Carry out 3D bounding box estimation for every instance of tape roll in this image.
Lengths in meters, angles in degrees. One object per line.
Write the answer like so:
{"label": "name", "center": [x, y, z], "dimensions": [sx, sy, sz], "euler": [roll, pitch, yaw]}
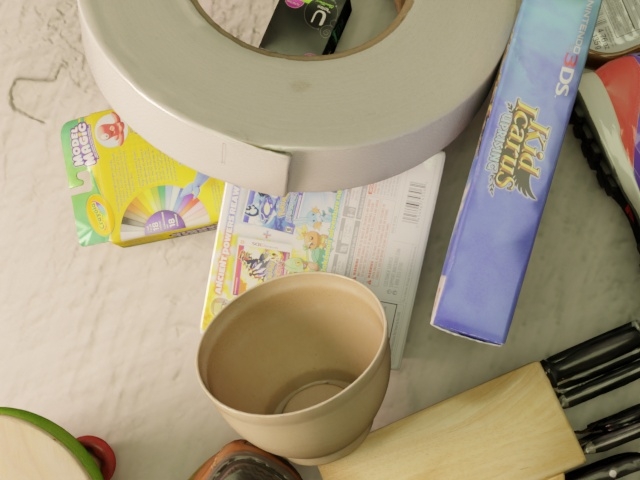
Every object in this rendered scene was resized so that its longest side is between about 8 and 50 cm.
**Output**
{"label": "tape roll", "center": [-0.021, -0.220, 1.021], "dimensions": [0.391, 0.072, 0.392], "euler": [3, 61, -5]}

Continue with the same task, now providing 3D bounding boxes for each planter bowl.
{"label": "planter bowl", "center": [-0.011, 0.120, 0.969], "dimensions": [0.162, 0.109, 0.162], "euler": [-11, 40, 10]}

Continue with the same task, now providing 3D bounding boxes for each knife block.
{"label": "knife block", "center": [0.162, 0.150, 1.014], "dimensions": [0.275, 0.088, 0.242], "euler": [21, 83, 8]}

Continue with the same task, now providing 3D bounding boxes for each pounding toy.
{"label": "pounding toy", "center": [-0.271, 0.237, 1.049], "dimensions": [0.183, 0.110, 0.237], "euler": [32, 113, 2]}

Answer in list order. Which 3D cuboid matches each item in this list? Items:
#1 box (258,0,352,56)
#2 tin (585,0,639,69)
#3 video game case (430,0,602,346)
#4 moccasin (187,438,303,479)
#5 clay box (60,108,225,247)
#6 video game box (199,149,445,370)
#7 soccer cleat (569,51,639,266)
{"label": "box", "center": [-0.014, -0.203, 1.100], "dimensions": [0.062, 0.052, 0.083], "euler": [23, 85, 8]}
{"label": "tin", "center": [0.308, -0.229, 1.084], "dimensions": [0.189, 0.040, 0.106], "euler": [-21, 85, 2]}
{"label": "video game case", "center": [0.154, -0.054, 0.951], "dimensions": [0.061, 0.244, 0.270], "euler": [16, 90, 6]}
{"label": "moccasin", "center": [-0.150, 0.341, 0.999], "dimensions": [0.139, 0.147, 0.380], "euler": [28, 81, -6]}
{"label": "clay box", "center": [-0.126, -0.071, 1.090], "dimensions": [0.222, 0.053, 0.128], "euler": [-11, 83, 4]}
{"label": "video game box", "center": [0.000, 0.000, 1.035], "dimensions": [0.187, 0.048, 0.205], "euler": [11, 101, -2]}
{"label": "soccer cleat", "center": [0.328, -0.023, 1.015], "dimensions": [0.116, 0.108, 0.318], "euler": [-24, 77, 5]}
